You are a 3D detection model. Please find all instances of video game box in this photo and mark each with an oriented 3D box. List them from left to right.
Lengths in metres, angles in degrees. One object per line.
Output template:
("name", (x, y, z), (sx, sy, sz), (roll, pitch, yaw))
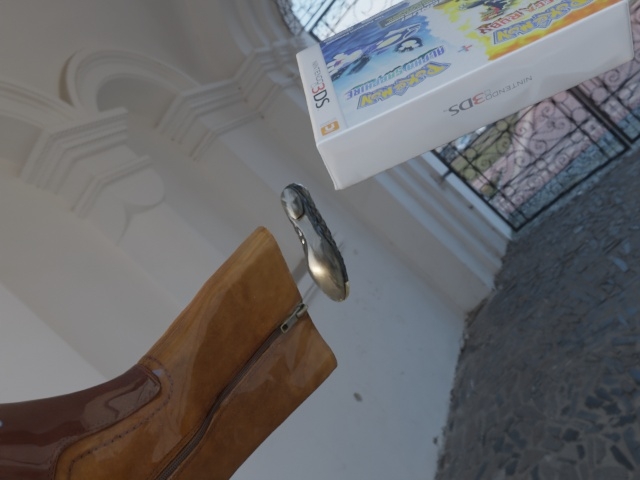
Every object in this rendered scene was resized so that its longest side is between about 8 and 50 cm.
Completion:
("video game box", (0.085, -0.140, 0.422), (0.205, 0.048, 0.187), (-24, 38, 9))

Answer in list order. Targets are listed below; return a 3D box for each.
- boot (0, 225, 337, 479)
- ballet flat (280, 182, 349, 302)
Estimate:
("boot", (-0.114, 0.082, 0.359), (0.096, 0.264, 0.280), (-1, 36, 49))
("ballet flat", (0.000, 0.000, 0.746), (0.057, 0.173, 0.049), (-25, -3, 34))
